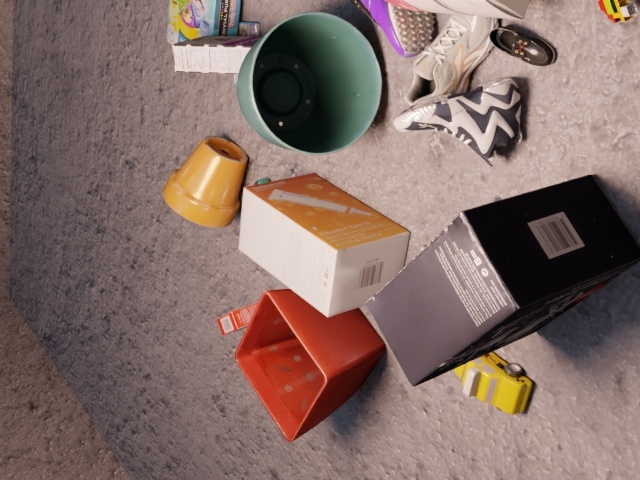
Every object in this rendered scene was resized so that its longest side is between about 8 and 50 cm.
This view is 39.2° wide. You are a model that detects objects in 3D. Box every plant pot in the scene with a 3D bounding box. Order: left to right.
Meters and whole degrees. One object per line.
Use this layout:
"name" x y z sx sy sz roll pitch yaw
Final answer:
"plant pot" -0.291 -0.168 2.397 0.205 0.205 0.188 47 120 32
"plant pot" -0.051 -0.330 1.946 0.235 0.293 0.293 -170 69 -66
"plant pot" -0.010 0.269 2.129 0.267 0.236 0.267 53 138 27

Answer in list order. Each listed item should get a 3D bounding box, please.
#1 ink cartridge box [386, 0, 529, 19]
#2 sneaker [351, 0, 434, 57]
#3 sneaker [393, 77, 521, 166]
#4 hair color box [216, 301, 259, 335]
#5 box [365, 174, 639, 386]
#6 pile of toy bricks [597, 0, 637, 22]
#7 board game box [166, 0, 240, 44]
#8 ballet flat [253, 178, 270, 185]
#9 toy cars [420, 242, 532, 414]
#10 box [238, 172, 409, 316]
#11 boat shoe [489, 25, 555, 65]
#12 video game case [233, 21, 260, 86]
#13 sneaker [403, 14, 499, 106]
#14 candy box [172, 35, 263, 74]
"ink cartridge box" 0.247 -0.505 1.569 0.283 0.117 0.207 23 97 47
"sneaker" 0.128 -0.486 1.810 0.146 0.102 0.293 -35 70 56
"sneaker" 0.265 -0.198 1.669 0.094 0.235 0.153 -77 -30 -73
"hair color box" -0.179 0.197 2.383 0.093 0.167 0.053 -28 80 53
"box" 0.313 0.068 1.545 0.179 0.343 0.312 62 142 16
"pile of toy bricks" 0.459 -0.455 1.393 0.212 0.118 0.105 65 174 -14
"board game box" -0.300 -0.635 2.310 0.254 0.079 0.336 41 132 43
"ballet flat" -0.126 -0.063 2.306 0.074 0.074 0.203 -51 55 48
"toy cars" 0.289 0.182 1.830 0.176 0.087 0.393 -34 74 52
"box" 0.000 0.000 2.041 0.345 0.215 0.168 34 127 41
"boat shoe" 0.357 -0.344 1.597 0.133 0.042 0.049 39 129 37
"video game case" -0.190 -0.472 2.291 0.119 0.015 0.166 18 116 49
"sneaker" 0.240 -0.348 1.681 0.099 0.121 0.262 47 134 34
"candy box" -0.213 -0.443 2.141 0.233 0.159 0.071 8 112 25
